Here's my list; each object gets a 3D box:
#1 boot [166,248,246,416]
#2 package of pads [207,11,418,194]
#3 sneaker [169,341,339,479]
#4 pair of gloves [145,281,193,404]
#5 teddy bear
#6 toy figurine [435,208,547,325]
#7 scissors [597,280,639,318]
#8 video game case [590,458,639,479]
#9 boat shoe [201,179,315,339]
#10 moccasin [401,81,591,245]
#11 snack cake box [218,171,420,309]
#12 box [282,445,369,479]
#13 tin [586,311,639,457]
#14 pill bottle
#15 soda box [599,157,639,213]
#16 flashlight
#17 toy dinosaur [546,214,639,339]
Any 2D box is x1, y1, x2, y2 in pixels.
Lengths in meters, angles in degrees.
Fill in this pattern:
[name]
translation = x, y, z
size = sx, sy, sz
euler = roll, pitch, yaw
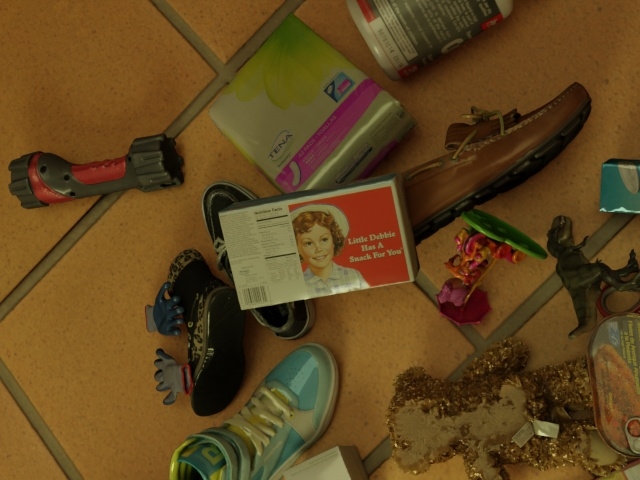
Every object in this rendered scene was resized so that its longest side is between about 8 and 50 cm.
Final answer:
[boot]
translation = -0.192, 0.146, 1.604
size = 0.178, 0.085, 0.236
euler = 44, 132, 50
[package of pads]
translation = -0.023, -0.194, 1.581
size = 0.229, 0.101, 0.296
euler = -47, 55, 6
[sneaker]
translation = -0.101, 0.286, 1.471
size = 0.127, 0.208, 0.319
euler = 32, 91, 25
[pair of gloves]
translation = -0.244, 0.167, 1.592
size = 0.159, 0.023, 0.198
euler = -14, 81, 60
[teddy bear]
translation = 0.266, 0.257, 1.405
size = 0.338, 0.113, 0.245
euler = -23, 78, 7
[toy figurine]
translation = 0.223, 0.051, 1.435
size = 0.130, 0.173, 0.159
euler = 40, 107, 35
[scissors]
translation = 0.525, 0.050, 1.385
size = 0.297, 0.021, 0.109
euler = -33, 61, 9
[video game case]
translation = 0.433, 0.413, 1.339
size = 0.285, 0.025, 0.204
euler = -29, 70, 13
[boat shoe]
translation = -0.118, 0.024, 1.588
size = 0.113, 0.105, 0.306
euler = -30, 70, 12
[moccasin]
translation = 0.226, -0.128, 1.483
size = 0.380, 0.139, 0.147
euler = -33, 78, 22
[snack cake box]
translation = 0.000, 0.000, 1.437
size = 0.264, 0.089, 0.152
euler = -10, 99, 13
[box]
translation = 0.016, 0.371, 1.473
size = 0.101, 0.087, 0.102
euler = -28, 71, 13
[tin]
translation = 0.413, 0.190, 1.305
size = 0.106, 0.040, 0.190
euler = -9, 80, 27
[pill bottle]
translation = 0.196, -0.383, 1.525
size = 0.283, 0.161, 0.161
euler = -29, 70, 13
[soda box]
translation = 0.502, -0.072, 1.377
size = 0.210, 0.067, 0.071
euler = 5, 103, 24
[flashlight]
translation = -0.395, -0.127, 1.730
size = 0.304, 0.103, 0.103
euler = -10, 72, 20
[toy dinosaur]
translation = 0.384, 0.051, 1.366
size = 0.118, 0.064, 0.268
euler = -11, 31, 11
